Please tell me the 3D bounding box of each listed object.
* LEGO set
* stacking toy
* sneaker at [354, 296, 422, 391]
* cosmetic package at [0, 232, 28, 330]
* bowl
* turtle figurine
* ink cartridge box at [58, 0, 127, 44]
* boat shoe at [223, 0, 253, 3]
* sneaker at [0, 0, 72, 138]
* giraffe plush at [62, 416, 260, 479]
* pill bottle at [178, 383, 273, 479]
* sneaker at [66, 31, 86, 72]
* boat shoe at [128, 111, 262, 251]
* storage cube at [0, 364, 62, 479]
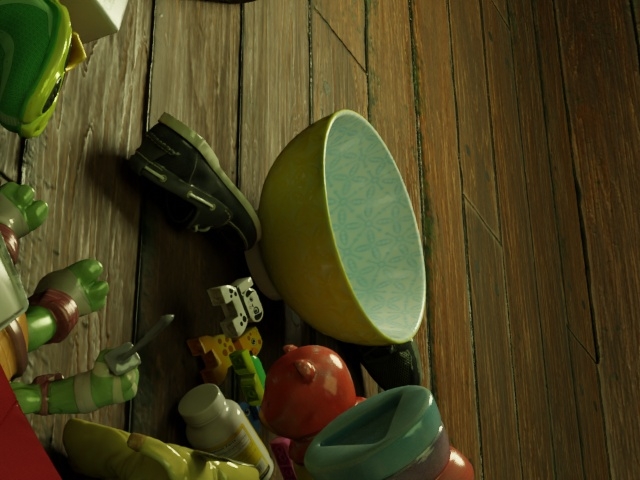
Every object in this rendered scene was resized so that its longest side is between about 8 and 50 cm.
[{"bbox_3d":[-0.072,0.141,1.564,0.093,0.087,0.227,-36,110,-50],"label":"LEGO set"},{"bbox_3d":[-0.028,0.216,1.345,0.130,0.279,0.309,60,-17,-14],"label":"stacking toy"},{"bbox_3d":[0.057,0.119,1.893,0.227,0.087,0.130,68,25,-9],"label":"sneaker"},{"bbox_3d":[-0.329,0.025,0.769,0.129,0.296,0.153,-40,113,-64],"label":"cosmetic package"},{"bbox_3d":[0.000,0.000,1.735,0.289,0.156,0.289,47,35,-49],"label":"bowl"},{"bbox_3d":[-0.216,0.032,1.116,0.266,0.198,0.274,-92,-158,-70],"label":"turtle figurine"},{"bbox_3d":[-0.291,-0.366,1.407,0.165,0.065,0.332,-81,149,-45],"label":"ink cartridge box"},{"bbox_3d":[-0.117,-0.342,1.789,0.073,0.080,0.223,70,17,3],"label":"boat shoe"},{"bbox_3d":[-0.288,-0.201,1.235,0.123,0.109,0.295,-1,51,-26],"label":"sneaker"},{"bbox_3d":[-0.145,0.262,1.248,0.181,0.210,0.170,21,78,-27],"label":"giraffe plush"},{"bbox_3d":[-0.100,0.206,1.492,0.116,0.065,0.065,62,26,-29],"label":"pill bottle"},{"bbox_3d":[-0.275,-0.165,1.315,0.064,0.067,0.175,70,25,-16],"label":"sneaker"},{"bbox_3d":[-0.137,-0.048,1.581,0.079,0.084,0.233,-54,146,-13],"label":"boat shoe"},{"bbox_3d":[-0.292,0.166,0.888,0.193,0.215,0.183,-67,137,-65],"label":"storage cube"}]
